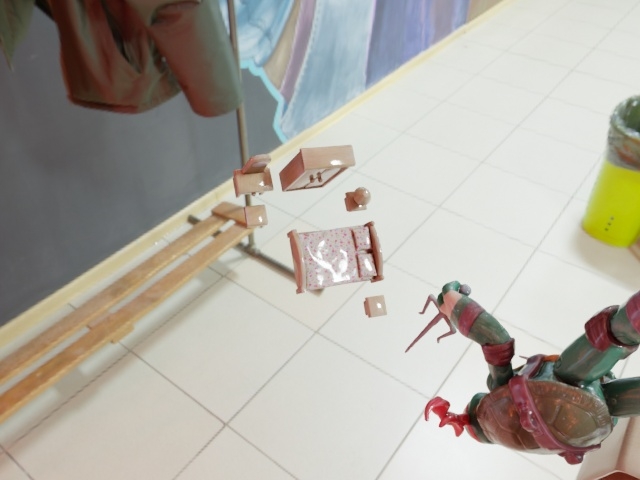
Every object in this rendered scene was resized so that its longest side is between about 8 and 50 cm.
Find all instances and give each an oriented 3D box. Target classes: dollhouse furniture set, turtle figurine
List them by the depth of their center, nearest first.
[{"bbox_3d":[0.173,0.099,0.409,0.175,0.234,0.118,31,51,-20],"label":"turtle figurine"},{"bbox_3d":[0.000,0.000,1.178,0.303,0.174,0.356,-8,81,-22],"label":"dollhouse furniture set"}]

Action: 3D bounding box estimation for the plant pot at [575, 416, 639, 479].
[{"bbox_3d":[0.315,0.197,0.522,0.109,0.109,0.096,19,61,13],"label":"plant pot"}]
